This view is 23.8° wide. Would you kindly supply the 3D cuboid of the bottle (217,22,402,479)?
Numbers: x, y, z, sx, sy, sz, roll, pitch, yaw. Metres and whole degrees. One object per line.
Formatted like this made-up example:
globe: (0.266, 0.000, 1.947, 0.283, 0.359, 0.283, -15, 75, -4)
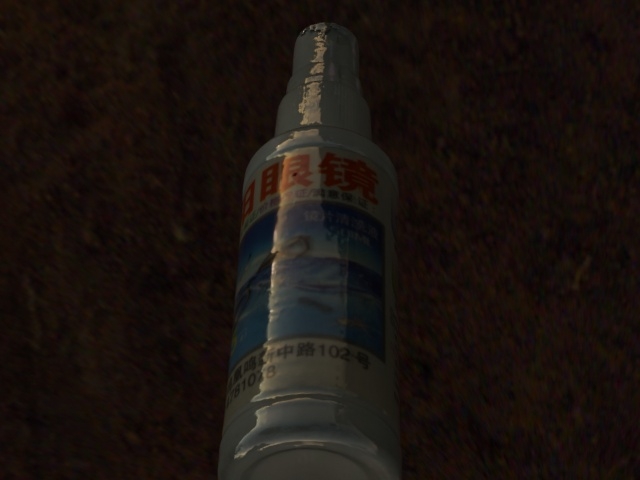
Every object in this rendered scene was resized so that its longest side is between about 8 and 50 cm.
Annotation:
bottle: (0.000, 0.000, 0.537, 0.060, 0.060, 0.217, -5, 44, 8)
